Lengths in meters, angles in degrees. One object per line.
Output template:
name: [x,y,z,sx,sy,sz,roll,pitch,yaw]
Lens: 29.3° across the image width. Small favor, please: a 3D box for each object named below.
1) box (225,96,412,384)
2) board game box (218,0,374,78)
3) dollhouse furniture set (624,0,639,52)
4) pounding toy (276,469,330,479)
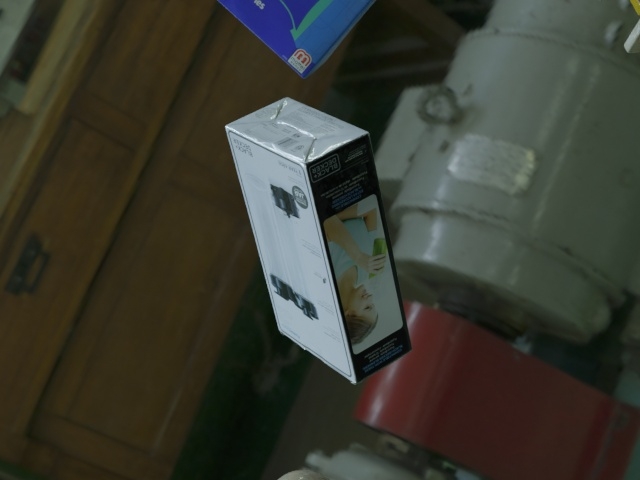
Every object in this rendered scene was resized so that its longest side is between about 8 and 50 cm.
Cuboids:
box: [0.000,0.000,1.392,0.087,0.290,0.169,-28,32,-25]
board game box: [0.003,-0.211,0.610,0.210,0.160,0.047,-47,3,27]
dollhouse furniture set: [0.486,-0.206,1.348,0.152,0.201,0.374,100,153,-59]
pounding toy: [-0.074,0.251,0.755,0.183,0.110,0.237,-25,6,23]
